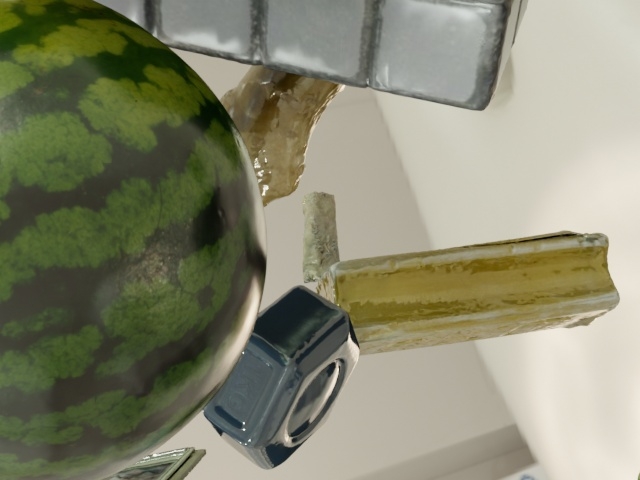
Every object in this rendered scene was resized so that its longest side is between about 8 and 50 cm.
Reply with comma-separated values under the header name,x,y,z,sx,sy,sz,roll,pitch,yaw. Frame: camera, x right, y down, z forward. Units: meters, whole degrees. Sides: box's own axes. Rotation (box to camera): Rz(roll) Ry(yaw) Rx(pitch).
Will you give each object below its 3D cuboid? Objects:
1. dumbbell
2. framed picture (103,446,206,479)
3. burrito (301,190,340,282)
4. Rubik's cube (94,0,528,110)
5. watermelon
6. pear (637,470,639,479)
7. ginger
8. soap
name,x,y,z,sx,sy,sz,roll,pitch,yaw
dumbbell,-0.124,0.058,0.954,0.316,0.156,0.143,32,133,23
framed picture,-0.284,0.276,1.064,0.232,0.296,0.019,-42,-64,-67
burrito,0.000,-0.001,1.481,0.042,0.051,0.171,107,166,-51
Rubik's cube,0.013,-0.342,0.777,0.345,0.337,0.343,15,131,12
watermelon,-0.171,-0.002,0.588,0.285,0.285,0.285,40,136,53
pear,0.595,0.275,1.431,0.159,0.292,0.292,42,153,-5
ginger,-0.033,-0.112,0.929,0.095,0.069,0.190,42,112,30
soap,0.136,0.057,1.076,0.173,0.274,0.089,120,142,-76
